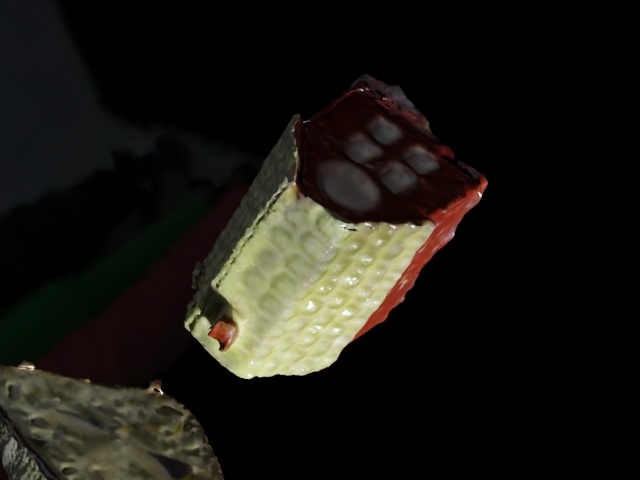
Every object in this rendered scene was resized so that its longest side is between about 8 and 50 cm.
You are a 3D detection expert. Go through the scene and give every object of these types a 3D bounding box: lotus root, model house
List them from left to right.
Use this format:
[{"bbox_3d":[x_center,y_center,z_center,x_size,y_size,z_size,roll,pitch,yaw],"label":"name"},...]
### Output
[{"bbox_3d":[-0.175,0.197,1.435,0.170,0.074,0.261,-19,-117,-35],"label":"lotus root"},{"bbox_3d":[0.000,0.000,1.444,0.196,0.160,0.254,-55,172,33],"label":"model house"}]
